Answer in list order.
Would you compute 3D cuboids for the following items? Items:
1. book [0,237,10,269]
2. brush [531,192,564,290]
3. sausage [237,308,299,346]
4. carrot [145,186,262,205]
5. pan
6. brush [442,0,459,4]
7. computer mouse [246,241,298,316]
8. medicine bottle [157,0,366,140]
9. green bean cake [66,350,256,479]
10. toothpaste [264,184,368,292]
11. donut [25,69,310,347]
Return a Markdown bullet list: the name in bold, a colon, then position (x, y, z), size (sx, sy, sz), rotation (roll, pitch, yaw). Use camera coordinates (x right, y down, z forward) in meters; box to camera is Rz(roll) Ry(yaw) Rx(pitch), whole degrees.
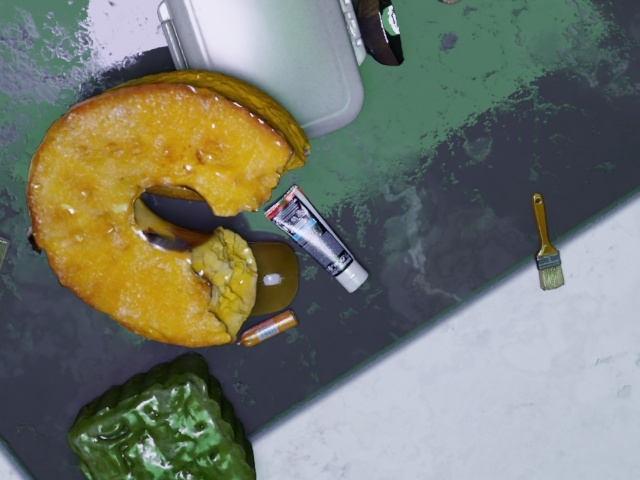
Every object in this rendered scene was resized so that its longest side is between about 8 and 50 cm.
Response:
- **book**: position (-0.629, 0.034, 1.819), size (0.228, 0.024, 0.160), rotation (20, 104, -11)
- **brush**: position (0.375, 0.001, 1.911), size (0.043, 0.014, 0.170), rotation (-14, 105, -3)
- **sausage**: position (-0.090, 0.148, 1.896), size (0.107, 0.031, 0.031), rotation (-24, 106, 1)
- **carrot**: position (-0.238, -0.100, 1.801), size (0.314, 0.066, 0.066), rotation (8, 104, -6)
- **pan**: position (0.078, -0.361, 1.735), size (0.048, 0.128, 0.202), rotation (-12, 103, 12)
- **brush**: position (0.283, -0.487, 1.761), size (0.042, 0.039, 0.299), rotation (37, 98, -12)
- **computer mouse**: position (-0.157, 0.061, 1.856), size (0.245, 0.056, 0.126), rotation (-1, 105, -7)
- **medicine bottle**: position (-0.092, -0.325, 1.721), size (0.282, 0.123, 0.375), rotation (-19, 108, -5)
- **green bean cake**: position (-0.254, 0.341, 1.868), size (0.249, 0.156, 0.247), rotation (-26, 104, 2)
- **toothpaste**: position (0.000, 0.000, 1.863), size (0.071, 0.045, 0.193), rotation (-45, 98, -2)
- **donut**: position (-0.222, -0.075, 1.677), size (0.377, 0.163, 0.435), rotation (27, 122, -2)
